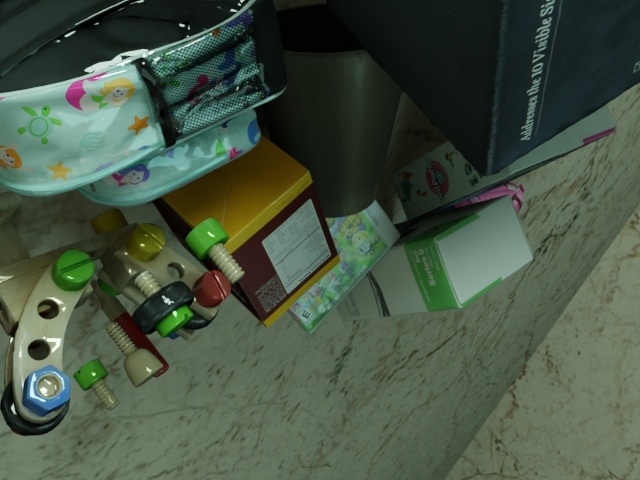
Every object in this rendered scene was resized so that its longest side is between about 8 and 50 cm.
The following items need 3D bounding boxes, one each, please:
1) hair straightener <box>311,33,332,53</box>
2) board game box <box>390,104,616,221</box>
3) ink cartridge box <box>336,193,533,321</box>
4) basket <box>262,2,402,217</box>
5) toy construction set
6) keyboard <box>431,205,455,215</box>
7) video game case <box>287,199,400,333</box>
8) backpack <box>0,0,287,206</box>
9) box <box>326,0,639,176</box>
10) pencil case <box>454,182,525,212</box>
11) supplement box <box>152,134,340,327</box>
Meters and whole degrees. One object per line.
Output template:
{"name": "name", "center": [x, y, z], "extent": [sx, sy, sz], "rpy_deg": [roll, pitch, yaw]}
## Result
{"name": "hair straightener", "center": [0.048, -0.295, 0.912], "extent": [0.230, 0.047, 0.089], "rpy_deg": [-49, 133, 9]}
{"name": "board game box", "center": [0.287, -0.140, 1.145], "extent": [0.224, 0.097, 0.303], "rpy_deg": [-21, 177, -24]}
{"name": "ink cartridge box", "center": [0.171, 0.036, 1.185], "extent": [0.211, 0.121, 0.289], "rpy_deg": [-27, -173, -38]}
{"name": "basket", "center": [0.012, -0.155, 0.860], "extent": [0.204, 0.154, 0.226], "rpy_deg": [-13, 129, -19]}
{"name": "toy construction set", "center": [-0.257, 0.046, 0.740], "extent": [0.257, 0.237, 0.309], "rpy_deg": [-37, 173, -18]}
{"name": "keyboard", "center": [0.238, -0.024, 1.395], "extent": [0.108, 0.023, 0.180], "rpy_deg": [-23, 112, -47]}
{"name": "video game case", "center": [0.000, 0.000, 1.018], "extent": [0.212, 0.023, 0.193], "rpy_deg": [-46, 121, -13]}
{"name": "backpack", "center": [-0.182, -0.143, 0.584], "extent": [0.254, 0.225, 0.191], "rpy_deg": [-29, 139, -25]}
{"name": "box", "center": [0.237, -0.377, 0.523], "extent": [0.472, 0.297, 0.480], "rpy_deg": [-33, 152, -8]}
{"name": "pencil case", "center": [0.354, -0.081, 1.494], "extent": [0.209, 0.095, 0.098], "rpy_deg": [-16, 170, -47]}
{"name": "supplement box", "center": [-0.100, -0.033, 0.840], "extent": [0.129, 0.191, 0.194], "rpy_deg": [-42, 148, -14]}
